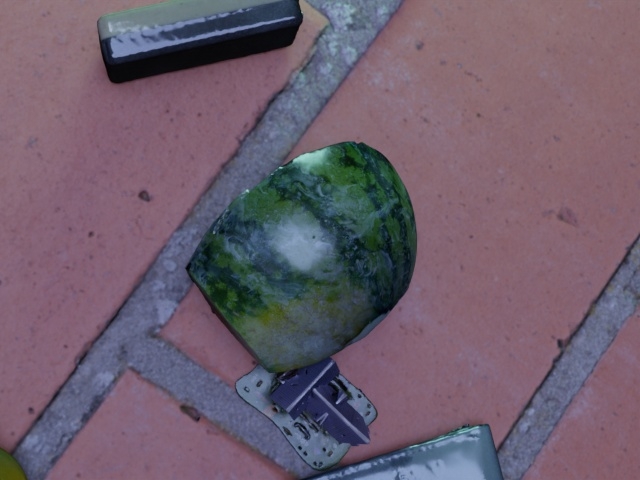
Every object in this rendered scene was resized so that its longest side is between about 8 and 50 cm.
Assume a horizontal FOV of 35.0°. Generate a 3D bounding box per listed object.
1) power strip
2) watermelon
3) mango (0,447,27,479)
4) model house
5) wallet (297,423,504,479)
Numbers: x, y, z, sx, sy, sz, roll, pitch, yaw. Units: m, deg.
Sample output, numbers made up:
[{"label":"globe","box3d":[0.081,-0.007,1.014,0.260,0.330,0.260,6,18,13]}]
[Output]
[{"label":"power strip","box3d":[-0.145,-0.261,1.259,0.257,0.105,0.070,-13,87,-11]},{"label":"watermelon","box3d":[0.000,0.000,1.229,0.305,0.180,0.224,-39,108,-14]},{"label":"mango","box3d":[-0.443,0.280,1.167,0.237,0.091,0.137,27,84,-3]},{"label":"model house","box3d":[-0.009,0.200,1.247,0.117,0.088,0.167,-44,93,-11]},{"label":"wallet","box3d":[0.112,0.384,1.269,0.290,0.054,0.251,-14,84,-7]}]
